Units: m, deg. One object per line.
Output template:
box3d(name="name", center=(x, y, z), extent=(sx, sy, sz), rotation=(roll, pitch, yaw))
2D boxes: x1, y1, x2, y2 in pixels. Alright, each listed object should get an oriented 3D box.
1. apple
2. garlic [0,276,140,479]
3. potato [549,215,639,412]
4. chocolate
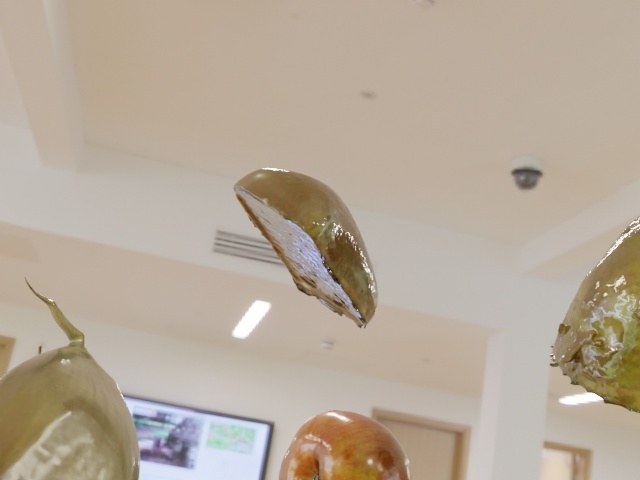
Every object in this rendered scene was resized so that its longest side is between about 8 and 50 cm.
box3d(name="apple", center=(0.034, 0.363, 1.254), extent=(0.164, 0.209, 0.209), rotation=(6, -12, -41))
box3d(name="garlic", center=(-0.350, 0.264, 0.921), extent=(0.231, 0.340, 0.246), rotation=(-30, -58, 32))
box3d(name="potato", center=(0.483, 0.083, 1.150), extent=(0.301, 0.237, 0.289), rotation=(6, 14, -4))
box3d(name="chocolate", center=(0.001, 0.000, 0.968), extent=(0.161, 0.083, 0.261), rotation=(34, -16, 33))
